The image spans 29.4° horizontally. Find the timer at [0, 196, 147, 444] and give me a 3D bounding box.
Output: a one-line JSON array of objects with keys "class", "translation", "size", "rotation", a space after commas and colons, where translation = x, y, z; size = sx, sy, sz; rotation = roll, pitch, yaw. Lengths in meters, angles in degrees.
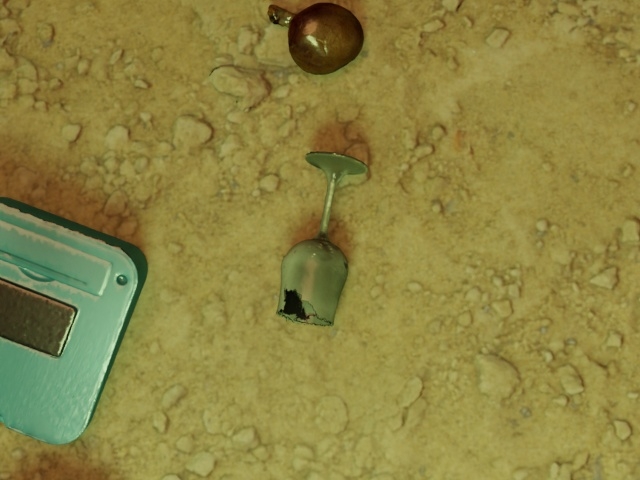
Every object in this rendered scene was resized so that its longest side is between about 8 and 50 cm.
[{"class": "timer", "translation": [-0.347, 0.092, 1.444], "size": [0.231, 0.091, 0.250], "rotation": [22, 92, -1]}]

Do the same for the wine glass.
[{"class": "wine glass", "translation": [0.000, 0.000, 1.423], "size": [0.079, 0.079, 0.196], "rotation": [9, 78, 9]}]

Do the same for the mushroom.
[{"class": "mushroom", "translation": [-0.015, -0.252, 1.487], "size": [0.129, 0.073, 0.088], "rotation": [23, 115, 15]}]
